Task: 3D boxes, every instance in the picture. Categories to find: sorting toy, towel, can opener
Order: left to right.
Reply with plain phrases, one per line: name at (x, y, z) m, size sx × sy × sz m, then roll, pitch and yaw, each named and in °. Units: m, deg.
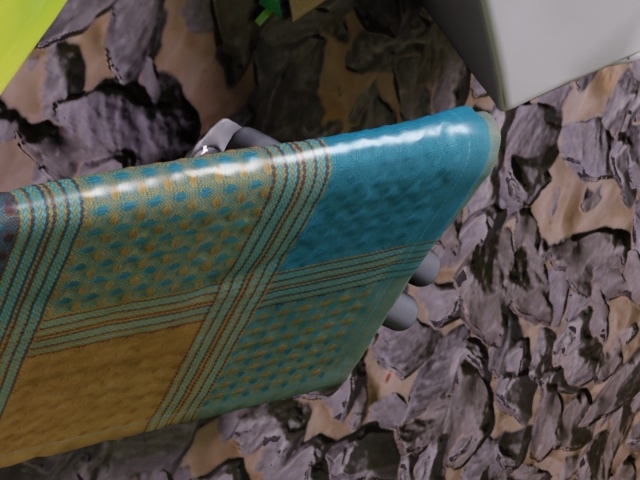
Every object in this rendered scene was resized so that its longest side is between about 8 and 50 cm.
towel at (-0.091, 0.035, 0.958) m, size 0.370 × 0.040 × 0.271 m, roll -11°, pitch 148°, yaw -35°
sorting toy at (-0.013, -0.170, 1.055) m, size 0.083 × 0.012 × 0.062 m, roll -38°, pitch 139°, yaw -31°
can opener at (0.000, 0.000, 1.112) m, size 0.280 × 0.093 × 0.074 m, roll 31°, pitch 87°, yaw -55°

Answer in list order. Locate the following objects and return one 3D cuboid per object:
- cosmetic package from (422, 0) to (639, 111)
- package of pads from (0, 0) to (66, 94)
cosmetic package at (0.141, -0.293, 0.992) m, size 0.217 × 0.156 × 0.385 m, roll -22°, pitch 133°, yaw -7°
package of pads at (-0.250, -0.118, 0.769) m, size 0.296 × 0.101 × 0.229 m, roll -56°, pitch 141°, yaw -7°
